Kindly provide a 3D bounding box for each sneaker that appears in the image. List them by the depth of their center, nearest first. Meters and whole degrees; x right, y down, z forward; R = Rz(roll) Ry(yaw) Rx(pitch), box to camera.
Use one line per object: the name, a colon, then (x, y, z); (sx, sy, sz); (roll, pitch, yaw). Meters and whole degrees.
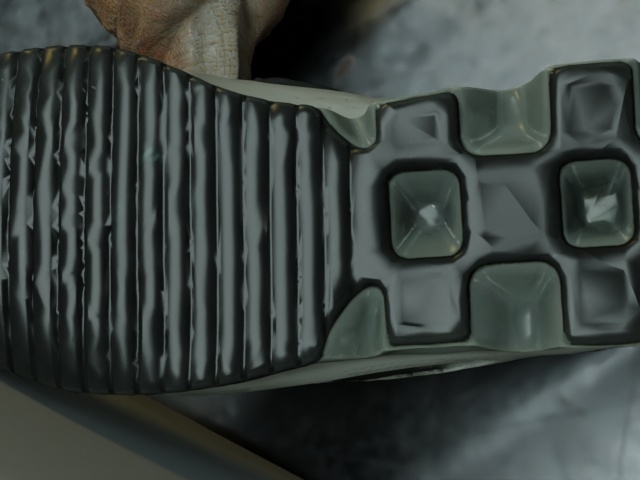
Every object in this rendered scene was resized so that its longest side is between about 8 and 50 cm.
sneaker: (0.000, 0.000, 0.687); (0.330, 0.146, 0.122); (3, 85, 8)

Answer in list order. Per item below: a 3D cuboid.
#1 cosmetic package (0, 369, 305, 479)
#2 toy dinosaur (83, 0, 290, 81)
cosmetic package: (-0.197, 0.223, 0.642); (0.327, 0.329, 0.394); (26, 91, 19)
toy dinosaur: (-0.072, -0.122, 0.813); (0.200, 0.127, 0.296); (114, 155, -50)
